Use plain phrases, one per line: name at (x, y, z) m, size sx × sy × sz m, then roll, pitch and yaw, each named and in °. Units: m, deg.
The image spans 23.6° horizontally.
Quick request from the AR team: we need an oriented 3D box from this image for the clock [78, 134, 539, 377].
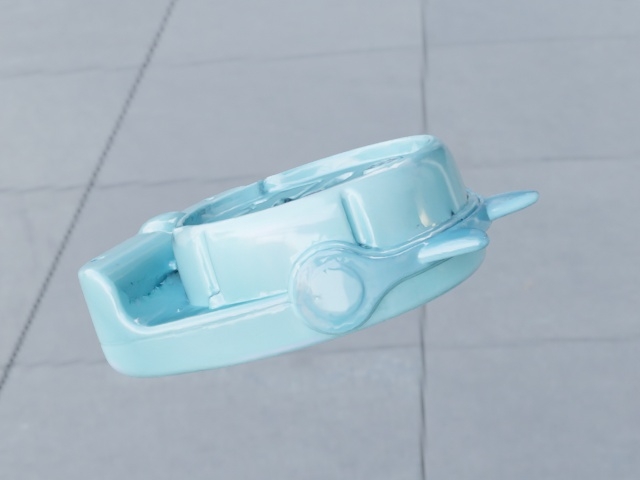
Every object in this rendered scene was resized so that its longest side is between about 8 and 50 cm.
clock at (0.000, 0.000, 1.002) m, size 0.274 × 0.094 × 0.223 m, roll -16°, pitch 10°, yaw 27°
